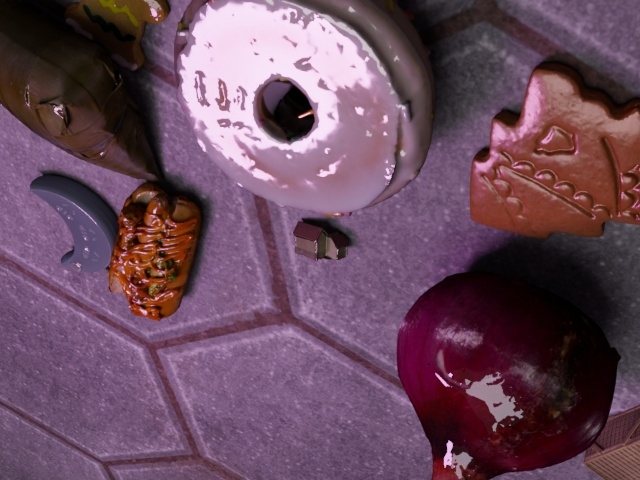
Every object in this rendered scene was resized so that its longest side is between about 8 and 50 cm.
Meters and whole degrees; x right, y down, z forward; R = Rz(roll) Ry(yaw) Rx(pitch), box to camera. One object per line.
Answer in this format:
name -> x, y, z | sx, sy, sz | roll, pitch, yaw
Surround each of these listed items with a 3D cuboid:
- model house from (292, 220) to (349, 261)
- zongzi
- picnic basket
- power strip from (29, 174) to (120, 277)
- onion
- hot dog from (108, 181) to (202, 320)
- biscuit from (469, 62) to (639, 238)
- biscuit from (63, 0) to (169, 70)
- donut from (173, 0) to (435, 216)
model house -> 0.000, 0.000, 1.358 | 0.083, 0.057, 0.058 | 17, 114, 42
zongzi -> -0.421, -0.238, 1.317 | 0.323, 0.160, 0.360 | 36, 172, 20
picnic basket -> 0.546, 0.360, 1.385 | 0.115, 0.079, 0.164 | 36, 139, -7
power strip -> -0.473, -0.015, 1.602 | 0.167, 0.054, 0.253 | 11, 135, 21
onion -> 0.253, 0.240, 1.190 | 0.347, 0.385, 0.348 | 23, 166, 6
hot dog -> -0.322, 0.036, 1.519 | 0.158, 0.117, 0.349 | 28, 139, 0
biscuit -> 0.319, -0.087, 1.090 | 0.284, 0.043, 0.306 | 42, 138, -14
biscuit -> -0.298, -0.358, 1.173 | 0.158, 0.035, 0.240 | 31, 140, -6
donut -> -0.019, -0.208, 1.083 | 0.382, 0.142, 0.383 | 15, 136, 15
